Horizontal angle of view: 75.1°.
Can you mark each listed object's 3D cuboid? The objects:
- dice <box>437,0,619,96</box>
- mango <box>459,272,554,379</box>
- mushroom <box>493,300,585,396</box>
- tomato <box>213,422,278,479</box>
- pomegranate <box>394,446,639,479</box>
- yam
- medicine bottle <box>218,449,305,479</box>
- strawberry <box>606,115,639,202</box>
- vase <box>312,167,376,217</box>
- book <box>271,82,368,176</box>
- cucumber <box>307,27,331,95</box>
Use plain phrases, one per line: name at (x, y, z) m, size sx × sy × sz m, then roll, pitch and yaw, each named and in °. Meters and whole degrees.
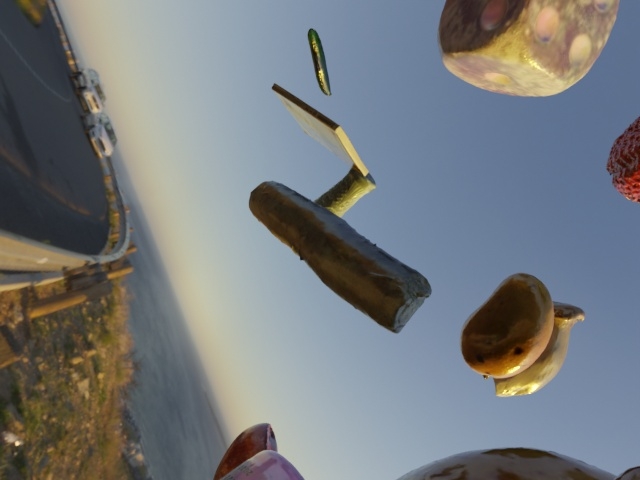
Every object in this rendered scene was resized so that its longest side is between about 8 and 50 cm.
dice at (0.453, -0.496, 0.934) m, size 0.270 × 0.271 × 0.270 m, roll 36°, pitch -71°, yaw 59°
mango at (0.297, 0.140, 0.658) m, size 0.178 × 0.090 × 0.115 m, roll -53°, pitch -135°, yaw 15°
mushroom at (0.375, 0.194, 0.734) m, size 0.212 × 0.097 × 0.088 m, roll -65°, pitch 178°, yaw 20°
tomato at (-0.152, 0.514, 0.868) m, size 0.200 × 0.140 × 0.232 m, roll 87°, pitch -10°, yaw -46°
pomegranate at (0.182, 0.321, 0.287) m, size 0.410 × 0.411 × 0.409 m, roll 53°, pitch -25°, yaw 38°
yam at (0.000, 0.000, 0.488) m, size 0.067 × 0.071 × 0.317 m, roll 30°, pitch 5°, yaw -42°
medicine bottle at (-0.119, 0.349, 0.418) m, size 0.152 × 0.255 × 0.151 m, roll 30°, pitch -48°, yaw 41°
strawberry at (0.864, -0.215, 1.042) m, size 0.239 × 0.289 × 0.249 m, roll -17°, pitch -97°, yaw 30°
vase at (0.030, -0.087, 0.997) m, size 0.096 × 0.219 × 0.096 m, roll 41°, pitch 23°, yaw -22°
book at (-0.002, -0.202, 0.754) m, size 0.199 × 0.016 × 0.138 m, roll 45°, pitch 1°, yaw 36°
cucumber at (-0.002, -0.428, 1.017) m, size 0.184 × 0.033 × 0.036 m, roll 72°, pitch 29°, yaw -55°
